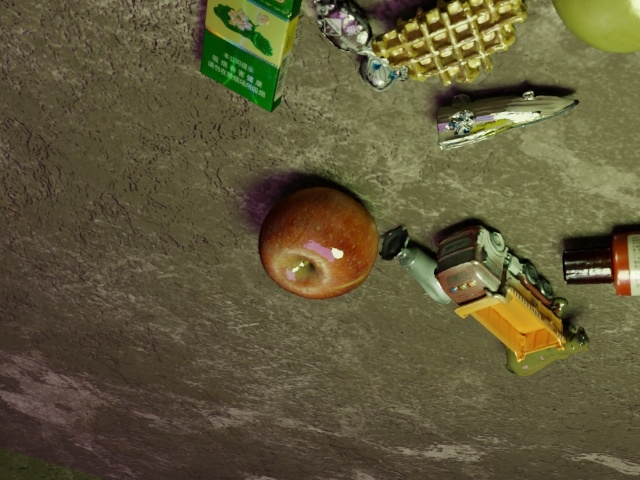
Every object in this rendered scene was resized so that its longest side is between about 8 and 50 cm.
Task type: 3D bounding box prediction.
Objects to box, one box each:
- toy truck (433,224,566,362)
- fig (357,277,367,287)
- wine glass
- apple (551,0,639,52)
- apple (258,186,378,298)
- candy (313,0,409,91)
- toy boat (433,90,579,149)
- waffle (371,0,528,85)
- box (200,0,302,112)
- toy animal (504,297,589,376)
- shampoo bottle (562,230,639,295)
[{"bbox_3d":[0.311,0.095,1.432,0.114,0.135,0.270,-25,127,38],"label":"toy truck"},{"bbox_3d":[0.044,0.044,1.502,0.084,0.082,0.098,27,135,41],"label":"fig"},{"bbox_3d":[0.180,0.045,1.464,0.155,0.072,0.072,37,135,-27],"label":"wine glass"},{"bbox_3d":[0.342,-0.310,0.910,0.200,0.200,0.200,8,140,7],"label":"apple"},{"bbox_3d":[0.000,0.000,1.397,0.201,0.162,0.201,13,134,14],"label":"apple"},{"bbox_3d":[0.045,-0.291,1.122,0.094,0.051,0.226,-35,123,30],"label":"candy"},{"bbox_3d":[0.260,-0.179,1.176,0.210,0.084,0.066,-8,124,15],"label":"toy boat"},{"bbox_3d":[0.174,-0.281,1.075,0.161,0.046,0.192,22,131,-18],"label":"waffle"},{"bbox_3d":[-0.097,-0.296,1.133,0.132,0.034,0.235,32,142,11],"label":"box"},{"bbox_3d":[0.424,0.194,1.546,0.103,0.101,0.219,34,137,-21],"label":"toy animal"},{"bbox_3d":[0.532,0.035,1.324,0.278,0.104,0.104,-4,138,20],"label":"shampoo bottle"}]
